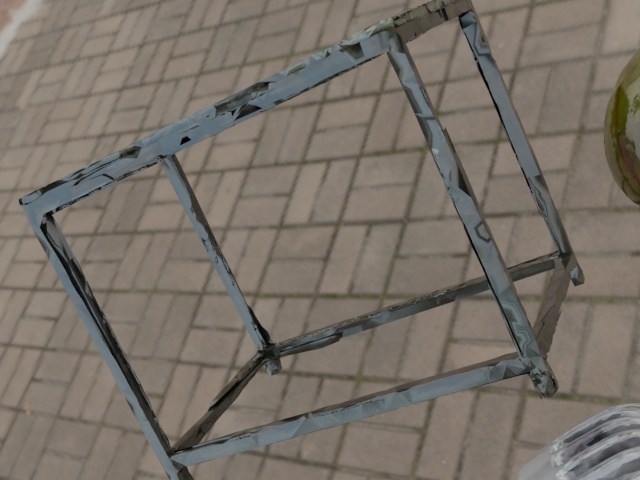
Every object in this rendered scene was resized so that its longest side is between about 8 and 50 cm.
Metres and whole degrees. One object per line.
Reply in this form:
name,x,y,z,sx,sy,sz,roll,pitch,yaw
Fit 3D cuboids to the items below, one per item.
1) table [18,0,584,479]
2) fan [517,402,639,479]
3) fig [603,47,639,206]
table,0.000,0.000,0.745,0.335,0.272,0.222,-21,11,27
fan,0.166,0.170,0.329,0.074,0.130,0.244,-41,75,16
fig,0.224,-0.121,0.511,0.124,0.124,0.236,-3,76,39
